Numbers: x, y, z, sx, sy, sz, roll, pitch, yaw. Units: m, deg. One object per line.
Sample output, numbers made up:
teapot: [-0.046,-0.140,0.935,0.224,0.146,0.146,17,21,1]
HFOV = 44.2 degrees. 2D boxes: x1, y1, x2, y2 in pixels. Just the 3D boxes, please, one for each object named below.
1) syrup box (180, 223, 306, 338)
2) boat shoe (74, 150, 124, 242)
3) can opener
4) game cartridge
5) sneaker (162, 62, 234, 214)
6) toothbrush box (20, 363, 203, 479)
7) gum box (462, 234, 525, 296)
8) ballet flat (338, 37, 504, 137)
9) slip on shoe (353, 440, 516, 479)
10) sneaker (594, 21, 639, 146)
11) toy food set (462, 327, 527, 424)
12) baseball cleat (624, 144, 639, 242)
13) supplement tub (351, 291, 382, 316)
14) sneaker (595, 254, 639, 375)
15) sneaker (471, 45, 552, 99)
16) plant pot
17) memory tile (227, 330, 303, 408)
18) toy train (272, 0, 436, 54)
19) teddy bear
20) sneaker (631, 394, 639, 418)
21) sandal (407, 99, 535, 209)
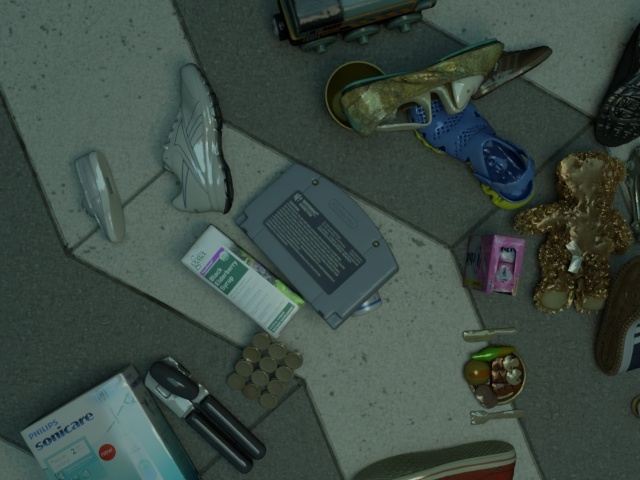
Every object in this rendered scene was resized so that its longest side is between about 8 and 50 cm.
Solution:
syrup box: [-0.149,0.076,1.526,0.237,0.096,0.093,40,88,-4]
boat shoe: [-0.431,-0.079,1.524,0.063,0.066,0.184,-16,94,10]
can opener: [-0.225,0.340,1.521,0.283,0.095,0.076,44,88,-3]
game cartridge: [0.000,0.000,1.513,0.198,0.062,0.297,-41,71,-6]
sneaker: [-0.247,-0.192,1.516,0.129,0.111,0.297,-7,90,2]
toothbrush box: [-0.385,0.417,1.496,0.216,0.126,0.295,-30,91,-3]
gum box: [0.331,0.046,1.513,0.062,0.188,0.107,8,89,-4]
ballet flat: [0.203,-0.273,1.463,0.349,0.123,0.123,-21,92,-17]
slip on shoe: [0.227,0.472,1.547,0.332,0.123,0.101,-7,95,-9]
sneaker: [0.635,-0.322,1.576,0.109,0.130,0.286,23,111,3]
toy food set: [0.355,0.274,1.590,0.133,0.038,0.191,-6,91,-4]
baseball cleat: [0.681,-0.093,1.607,0.110,0.072,0.205,-3,95,-18]
supplement tub: [0.072,0.090,1.554,0.071,0.071,0.107,-22,92,-4]
sneaker: [0.644,0.139,1.532,0.153,0.099,0.282,-6,126,-15]
sneaker: [0.372,-0.354,1.576,0.188,0.066,0.071,-30,91,-4]
plant pot: [0.066,-0.272,1.536,0.134,0.095,0.134,0,89,-11]
memory tile: [-0.109,0.254,1.543,0.113,0.012,0.148,30,114,-3]
toy train: [0.071,-0.453,1.492,0.334,0.190,0.142,-15,92,-4]
teddy bear: [0.511,-0.011,1.579,0.245,0.113,0.337,-14,99,2]
sneaker: [0.733,0.328,1.594,0.186,0.084,0.069,-18,91,-3]
sandal: [0.308,-0.189,1.538,0.317,0.138,0.126,38,89,-1]
